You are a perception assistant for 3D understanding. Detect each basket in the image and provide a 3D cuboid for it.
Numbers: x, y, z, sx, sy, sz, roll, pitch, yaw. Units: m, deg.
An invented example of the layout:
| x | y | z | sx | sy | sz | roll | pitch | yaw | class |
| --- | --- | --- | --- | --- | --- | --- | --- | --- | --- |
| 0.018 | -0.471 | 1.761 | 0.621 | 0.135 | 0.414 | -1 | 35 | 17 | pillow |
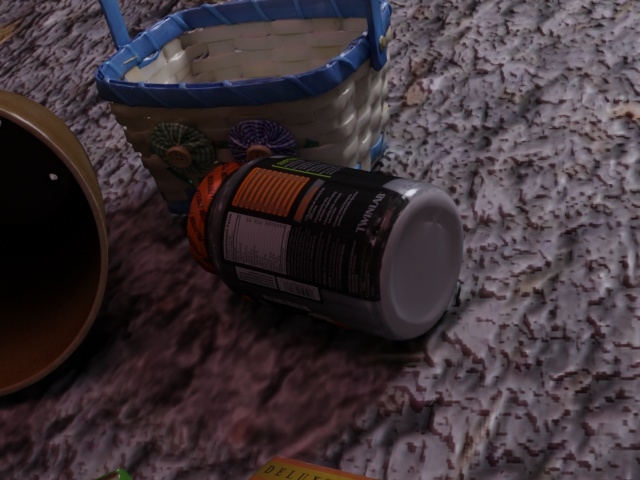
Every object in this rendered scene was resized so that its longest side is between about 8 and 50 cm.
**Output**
| x | y | z | sx | sy | sz | roll | pitch | yaw | class |
| --- | --- | --- | --- | --- | --- | --- | --- | --- | --- |
| -0.059 | -0.170 | 1.044 | 0.255 | 0.288 | 0.201 | -2 | 25 | 24 | basket |

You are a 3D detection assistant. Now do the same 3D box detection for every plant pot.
| x | y | z | sx | sy | sz | roll | pitch | yaw | class |
| --- | --- | --- | --- | --- | --- | --- | --- | --- | --- |
| -0.275 | -0.031 | 1.022 | 0.237 | 0.237 | 0.254 | -13 | 19 | 4 | plant pot |

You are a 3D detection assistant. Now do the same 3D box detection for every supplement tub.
| x | y | z | sx | sy | sz | roll | pitch | yaw | class |
| --- | --- | --- | --- | --- | --- | --- | --- | --- | --- |
| 0.000 | 0.000 | 0.933 | 0.190 | 0.117 | 0.117 | 14 | 43 | 37 | supplement tub |

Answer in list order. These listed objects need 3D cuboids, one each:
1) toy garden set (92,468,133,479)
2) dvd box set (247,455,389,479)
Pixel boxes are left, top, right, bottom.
| x | y | z | sx | sy | sz | roll | pitch | yaw | class |
| --- | --- | --- | --- | --- | --- | --- | --- | --- | --- |
| -0.224 | 0.225 | 0.696 | 0.204 | 0.049 | 0.244 | -26 | 18 | 14 | toy garden set |
| -0.074 | 0.264 | 0.533 | 0.420 | 0.062 | 0.308 | -40 | 21 | -29 | dvd box set |
